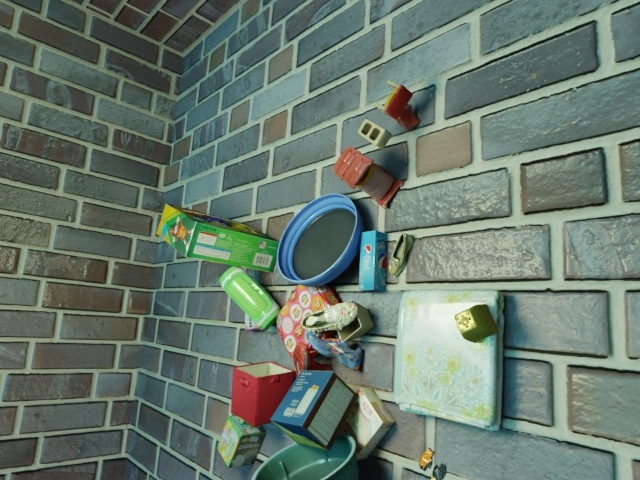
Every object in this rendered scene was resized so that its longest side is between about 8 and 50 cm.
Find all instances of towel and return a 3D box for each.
[{"bbox_3d":[0.369,0.330,1.308,0.320,0.090,0.375,-5,76,45],"label":"towel"}]

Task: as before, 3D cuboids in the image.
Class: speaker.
[{"bbox_3d":[-0.308,0.249,1.984,0.296,0.131,0.131,44,117,11],"label":"speaker"}]

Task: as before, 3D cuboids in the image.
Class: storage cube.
[{"bbox_3d":[-0.234,0.617,1.831,0.183,0.214,0.193,2,88,49],"label":"storage cube"}]

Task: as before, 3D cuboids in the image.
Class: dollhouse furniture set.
[{"bbox_3d":[0.233,-0.327,1.564,0.374,0.201,0.152,-56,44,14],"label":"dollhouse furniture set"}]

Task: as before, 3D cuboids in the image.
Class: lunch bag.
[{"bbox_3d":[-0.037,0.316,1.749,0.293,0.120,0.258,-56,45,22],"label":"lunch bag"}]

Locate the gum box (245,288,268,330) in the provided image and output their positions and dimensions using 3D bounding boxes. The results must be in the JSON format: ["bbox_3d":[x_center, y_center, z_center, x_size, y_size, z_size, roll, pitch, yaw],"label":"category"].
[{"bbox_3d":[-0.296,0.328,2.087,0.107,0.062,0.189,-23,63,44],"label":"gum box"}]

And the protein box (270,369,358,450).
[{"bbox_3d":[-0.020,0.555,1.493,0.199,0.136,0.201,-21,26,52],"label":"protein box"}]

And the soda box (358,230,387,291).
[{"bbox_3d":[0.187,0.075,1.596,0.071,0.067,0.210,-10,73,47],"label":"soda box"}]

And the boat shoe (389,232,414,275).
[{"bbox_3d":[0.265,0.048,1.528,0.056,0.048,0.153,38,109,47],"label":"boat shoe"}]

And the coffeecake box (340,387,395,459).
[{"bbox_3d":[0.142,0.610,1.503,0.186,0.068,0.142,-59,42,19],"label":"coffeecake box"}]

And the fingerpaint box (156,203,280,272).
[{"bbox_3d":[-0.468,-0.014,2.086,0.371,0.444,0.163,24,97,50],"label":"fingerpaint box"}]

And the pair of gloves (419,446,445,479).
[{"bbox_3d":[0.327,0.663,1.320,0.083,0.010,0.074,41,110,46],"label":"pair of gloves"}]

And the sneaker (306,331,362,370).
[{"bbox_3d":[0.051,0.377,1.601,0.087,0.221,0.083,-63,3,-9],"label":"sneaker"}]

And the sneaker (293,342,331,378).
[{"bbox_3d":[-0.027,0.457,1.677,0.087,0.128,0.221,45,142,47],"label":"sneaker"}]

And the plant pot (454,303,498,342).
[{"bbox_3d":[0.398,0.216,1.180,0.081,0.083,0.082,-37,55,34],"label":"plant pot"}]

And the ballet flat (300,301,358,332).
[{"bbox_3d":[0.024,0.274,1.567,0.241,0.077,0.091,-30,60,37],"label":"ballet flat"}]

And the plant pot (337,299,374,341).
[{"bbox_3d":[0.124,0.287,1.589,0.109,0.096,0.109,-47,49,32],"label":"plant pot"}]

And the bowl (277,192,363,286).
[{"bbox_3d":[0.000,0.000,1.742,0.391,0.077,0.391,-26,45,29],"label":"bowl"}]

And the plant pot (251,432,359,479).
[{"bbox_3d":[0.004,0.832,1.378,0.341,0.341,0.334,-22,87,44],"label":"plant pot"}]

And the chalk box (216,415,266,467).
[{"bbox_3d":[-0.335,0.840,1.942,0.132,0.132,0.213,31,102,48],"label":"chalk box"}]
